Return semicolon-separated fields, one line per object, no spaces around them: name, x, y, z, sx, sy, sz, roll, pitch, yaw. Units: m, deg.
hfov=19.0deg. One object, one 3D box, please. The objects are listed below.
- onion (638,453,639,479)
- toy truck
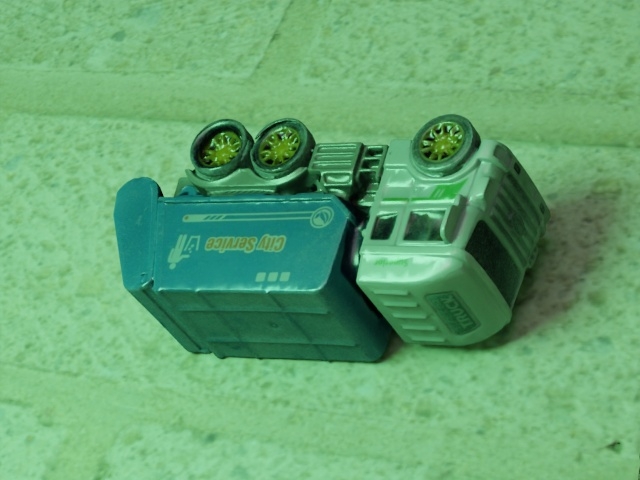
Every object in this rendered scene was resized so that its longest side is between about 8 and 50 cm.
onion;0.308;0.195;1.297;0.151;0.098;0.206;-40;41;25
toy truck;0.000;0.000;1.613;0.367;0.146;0.175;-2;59;31
